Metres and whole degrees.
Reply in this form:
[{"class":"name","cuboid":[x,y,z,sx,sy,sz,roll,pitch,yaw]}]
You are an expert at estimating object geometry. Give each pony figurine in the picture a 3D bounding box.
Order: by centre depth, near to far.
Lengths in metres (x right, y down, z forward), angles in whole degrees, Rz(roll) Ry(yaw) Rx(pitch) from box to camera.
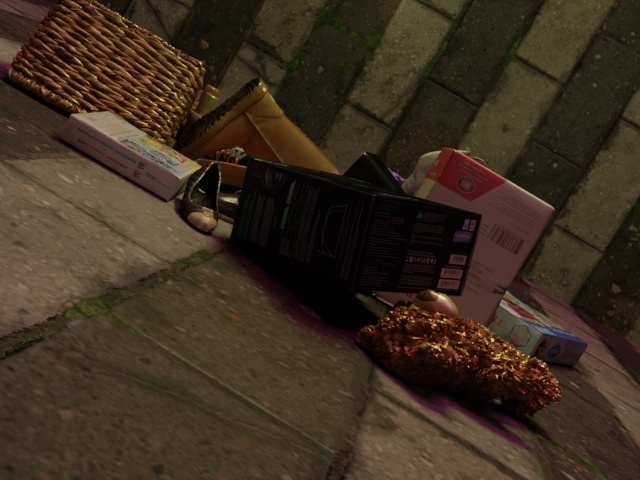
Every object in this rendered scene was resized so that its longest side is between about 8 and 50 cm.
[{"class":"pony figurine","cuboid":[0.240,-0.080,2.243,0.351,0.303,0.363,9,0,14]}]

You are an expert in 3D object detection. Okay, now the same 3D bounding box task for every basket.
[{"class":"basket","cuboid":[-0.397,-0.266,1.614,0.299,0.223,0.213,29,-24,-9]}]

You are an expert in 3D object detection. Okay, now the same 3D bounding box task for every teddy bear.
[{"class":"teddy bear","cuboid":[0.203,0.149,1.217,0.338,0.113,0.245,26,8,-27]}]

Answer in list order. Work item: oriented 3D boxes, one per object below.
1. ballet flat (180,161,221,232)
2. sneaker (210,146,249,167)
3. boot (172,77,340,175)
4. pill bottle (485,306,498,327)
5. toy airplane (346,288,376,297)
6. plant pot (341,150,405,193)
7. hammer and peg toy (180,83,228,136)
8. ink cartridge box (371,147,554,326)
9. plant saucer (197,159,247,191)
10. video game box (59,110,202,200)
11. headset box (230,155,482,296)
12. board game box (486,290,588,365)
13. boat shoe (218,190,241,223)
[{"class":"ballet flat","cuboid":[-0.173,-0.066,1.307,0.057,0.049,0.173,28,24,-23]},{"class":"sneaker","cuboid":[-0.187,-0.172,1.870,0.083,0.084,0.215,-4,30,-31]},{"class":"boot","cuboid":[-0.122,-0.149,1.739,0.269,0.236,0.089,52,5,-26]},{"class":"pill bottle","cuboid":[0.283,0.076,1.737,0.130,0.130,0.246,28,26,-14]},{"class":"toy airplane","cuboid":[0.024,0.054,1.422,0.151,0.028,0.151,27,14,-8]},{"class":"plant pot","cuboid":[0.103,-0.064,1.898,0.167,0.187,0.188,45,10,5]},{"class":"hammer and peg toy","cuboid":[-0.311,-0.309,2.014,0.266,0.127,0.361,36,10,33]},{"class":"ink cartridge box","cuboid":[0.235,0.010,1.539,0.207,0.283,0.117,30,5,-7]},{"class":"plant saucer","cuboid":[-0.129,-0.105,1.608,0.200,0.037,0.200,14,-2,1]},{"class":"video game box","cuboid":[-0.290,-0.137,1.389,0.187,0.048,0.205,28,9,-3]},{"class":"headset box","cuboid":[0.044,-0.022,1.301,0.246,0.131,0.283,7,9,-44]},{"class":"board game box","cuboid":[0.404,0.158,1.968,0.318,0.066,0.318,36,10,32]},{"class":"boat shoe","cuboid":[-0.123,-0.061,1.452,0.206,0.065,0.075,22,15,-38]}]
